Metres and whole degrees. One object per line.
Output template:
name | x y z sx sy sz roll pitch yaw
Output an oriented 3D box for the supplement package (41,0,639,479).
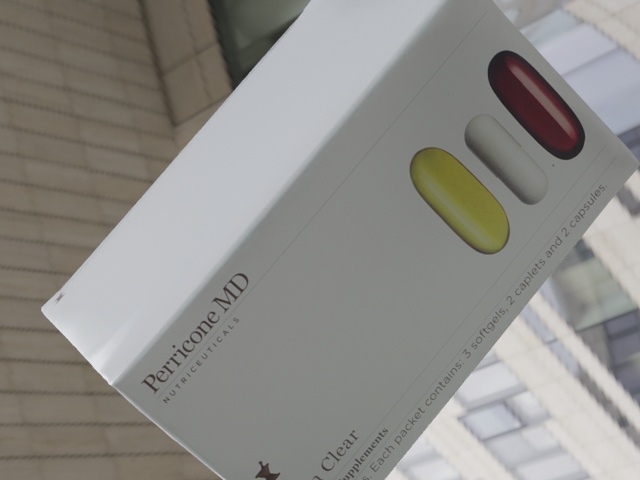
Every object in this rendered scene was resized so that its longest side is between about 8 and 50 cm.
supplement package | 0.000 0.000 0.721 0.145 0.204 0.262 43 -99 -20
